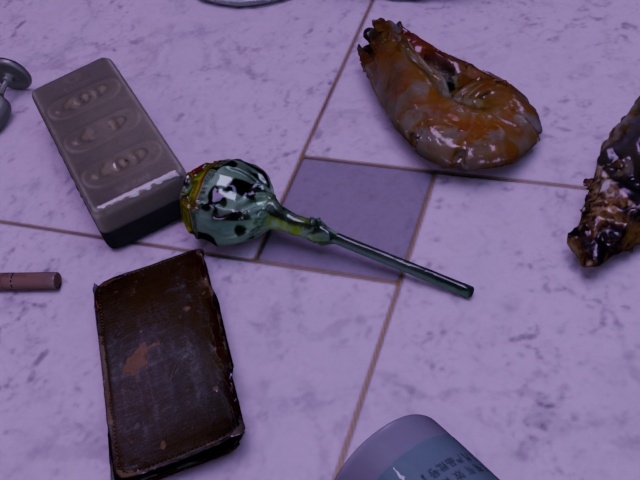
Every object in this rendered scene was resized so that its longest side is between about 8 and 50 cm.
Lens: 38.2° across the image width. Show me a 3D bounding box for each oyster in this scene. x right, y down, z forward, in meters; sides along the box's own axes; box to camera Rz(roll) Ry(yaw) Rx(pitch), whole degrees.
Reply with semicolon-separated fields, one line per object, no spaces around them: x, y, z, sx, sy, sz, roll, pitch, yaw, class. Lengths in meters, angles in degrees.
0.345;-0.091;0.886;0.128;0.079;0.345;36;61;25;oyster

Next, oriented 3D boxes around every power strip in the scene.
-0.233;-0.106;1.016;0.105;0.070;0.257;-27;48;-12;power strip

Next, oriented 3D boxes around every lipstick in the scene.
-0.308;0.041;0.936;0.094;0.019;0.019;-1;49;11;lipstick

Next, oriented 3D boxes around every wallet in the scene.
-0.140;0.109;0.835;0.121;0.031;0.232;-19;46;1;wallet

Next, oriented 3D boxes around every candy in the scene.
0.000;0.000;0.882;0.305;0.083;0.091;22;55;18;candy

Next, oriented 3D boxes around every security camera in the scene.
-0.395;-0.171;1.123;0.058;0.058;0.092;6;59;16;security camera

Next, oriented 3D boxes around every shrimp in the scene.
0.128;-0.170;1.007;0.154;0.062;0.294;-16;50;-19;shrimp

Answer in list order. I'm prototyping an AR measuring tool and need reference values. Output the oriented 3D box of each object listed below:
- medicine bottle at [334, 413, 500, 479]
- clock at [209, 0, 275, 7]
0.150;0.260;0.586;0.110;0.110;0.352;-35;52;-18;medicine bottle
-0.082;-0.405;1.257;0.236;0.053;0.236;-6;50;7;clock
